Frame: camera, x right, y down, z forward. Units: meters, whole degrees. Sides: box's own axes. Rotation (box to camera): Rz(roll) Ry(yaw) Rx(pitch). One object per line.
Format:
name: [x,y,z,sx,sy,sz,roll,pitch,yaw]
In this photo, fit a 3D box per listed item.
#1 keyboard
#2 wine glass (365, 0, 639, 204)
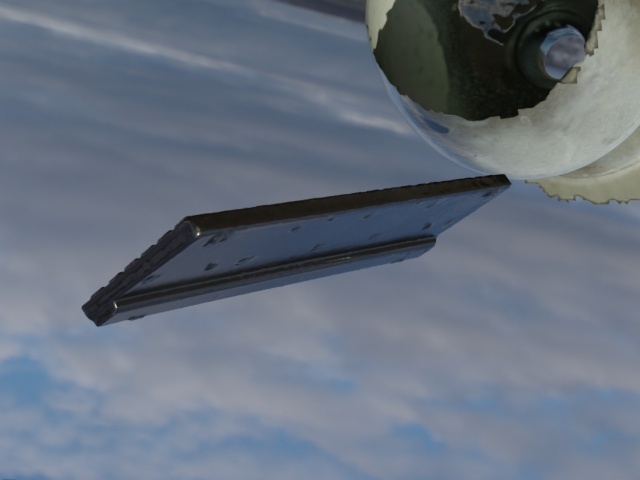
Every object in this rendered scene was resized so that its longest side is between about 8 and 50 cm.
keyboard: [0.000,0.000,0.765,0.309,0.101,0.018,-10,-113,-53]
wine glass: [0.172,-0.151,1.037,0.238,0.238,0.323,19,-173,26]
